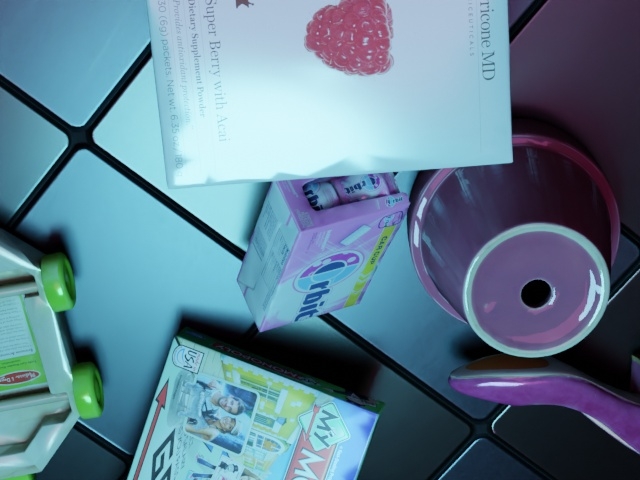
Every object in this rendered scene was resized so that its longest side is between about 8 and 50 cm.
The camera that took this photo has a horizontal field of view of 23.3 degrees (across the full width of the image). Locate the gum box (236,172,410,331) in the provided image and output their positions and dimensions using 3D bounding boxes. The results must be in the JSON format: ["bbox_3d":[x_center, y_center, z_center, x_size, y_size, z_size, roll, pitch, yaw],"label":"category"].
[{"bbox_3d":[0.000,0.000,1.392,0.107,0.062,0.188,-15,154,-23],"label":"gum box"}]

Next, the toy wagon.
[{"bbox_3d":[-0.349,0.147,1.514,0.267,0.068,0.344,-10,113,3],"label":"toy wagon"}]

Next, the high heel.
[{"bbox_3d":[0.243,0.172,1.531,0.244,0.082,0.117,-1,103,-15],"label":"high heel"}]

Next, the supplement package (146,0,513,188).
[{"bbox_3d":[0.009,-0.163,1.334,0.292,0.175,0.178,-5,112,0],"label":"supplement package"}]

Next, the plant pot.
[{"bbox_3d":[0.183,0.010,1.408,0.201,0.180,0.201,-1,112,-2],"label":"plant pot"}]

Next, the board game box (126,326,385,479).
[{"bbox_3d":[-0.089,0.269,1.528,0.213,0.046,0.317,20,102,8],"label":"board game box"}]
